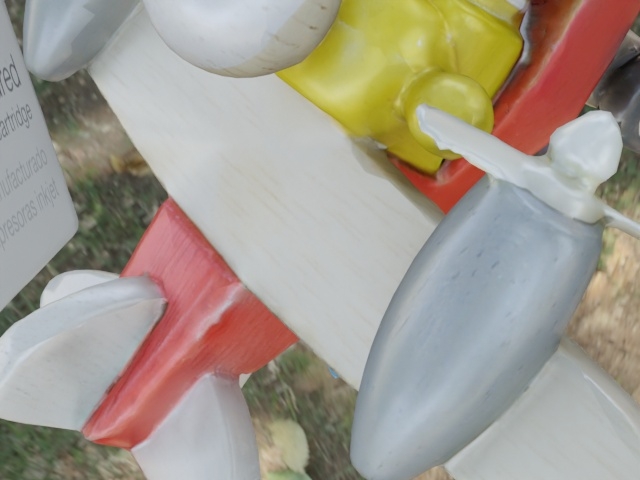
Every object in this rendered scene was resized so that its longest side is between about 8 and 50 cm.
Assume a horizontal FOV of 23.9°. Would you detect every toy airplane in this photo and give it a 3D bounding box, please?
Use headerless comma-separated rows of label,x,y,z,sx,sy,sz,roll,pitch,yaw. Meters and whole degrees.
toy airplane,-0.018,-0.053,0.702,0.386,0.272,0.384,-2,61,24

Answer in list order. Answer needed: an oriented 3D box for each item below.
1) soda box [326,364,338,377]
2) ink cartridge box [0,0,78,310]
soda box,0.000,0.000,1.171,0.067,0.210,0.071,-15,23,39
ink cartridge box,-0.167,-0.093,0.290,0.117,0.207,0.283,-14,104,10
